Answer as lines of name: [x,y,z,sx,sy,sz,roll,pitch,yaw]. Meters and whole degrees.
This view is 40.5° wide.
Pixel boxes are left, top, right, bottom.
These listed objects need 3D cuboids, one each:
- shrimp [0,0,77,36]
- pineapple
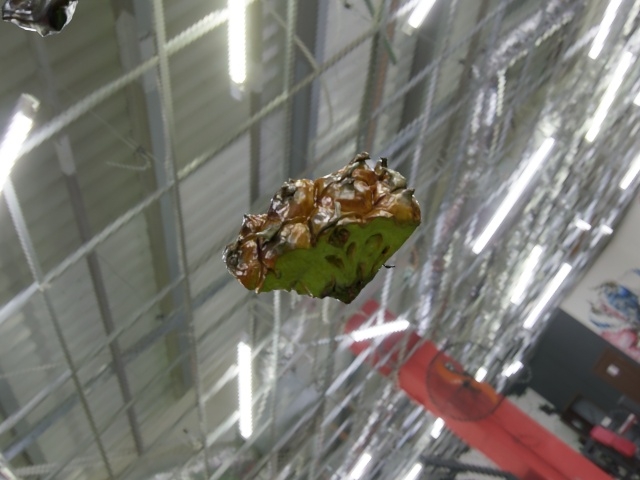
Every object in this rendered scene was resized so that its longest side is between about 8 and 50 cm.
shrimp: [-0.169,-0.182,0.495,0.059,0.254,0.145,-11,-41,-9]
pineapple: [0.000,0.000,0.610,0.137,0.069,0.116,-21,-39,-7]
